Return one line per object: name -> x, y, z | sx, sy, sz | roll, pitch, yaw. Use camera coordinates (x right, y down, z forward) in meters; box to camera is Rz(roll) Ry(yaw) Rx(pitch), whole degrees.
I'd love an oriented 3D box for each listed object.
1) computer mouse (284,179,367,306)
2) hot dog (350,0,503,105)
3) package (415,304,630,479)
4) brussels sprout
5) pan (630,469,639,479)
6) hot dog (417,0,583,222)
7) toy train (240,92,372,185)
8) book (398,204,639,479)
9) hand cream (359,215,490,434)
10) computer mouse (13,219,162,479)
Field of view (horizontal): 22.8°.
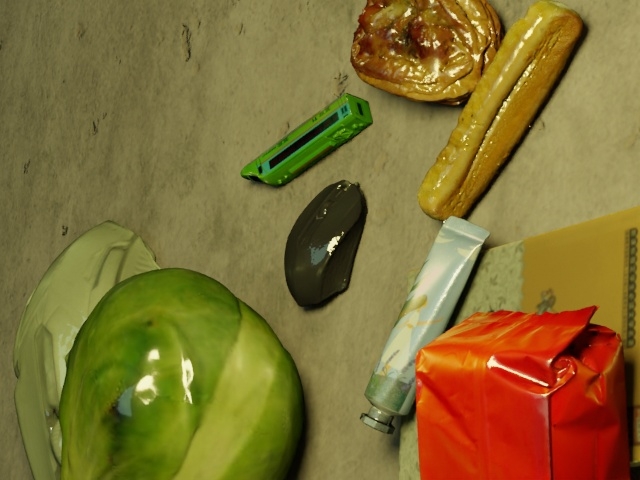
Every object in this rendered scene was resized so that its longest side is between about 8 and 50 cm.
computer mouse -> 0.000, 0.000, 1.979 | 0.099, 0.057, 0.172 | 21, 88, 49
hot dog -> 0.118, -0.246, 1.918 | 0.227, 0.099, 0.160 | 19, 90, 50
package -> 0.203, 0.274, 1.549 | 0.196, 0.123, 0.423 | -1, 92, 53
brussels sprout -> -0.179, 0.218, 1.929 | 0.315, 0.276, 0.371 | -17, 65, 45
pan -> 0.288, 0.223, 1.619 | 0.115, 0.040, 0.212 | -57, 44, 20
hot dog -> 0.199, -0.146, 1.809 | 0.286, 0.088, 0.061 | -56, 39, 12
toy train -> -0.022, -0.116, 2.053 | 0.209, 0.044, 0.042 | -34, 55, 34
book -> 0.216, 0.124, 1.696 | 0.389, 0.032, 0.268 | -20, 61, 50
hand cream -> 0.116, 0.095, 1.790 | 0.256, 0.055, 0.088 | -64, 28, 0
computer mouse -> -0.333, 0.168, 2.204 | 0.228, 0.145, 0.428 | -16, 66, 39
